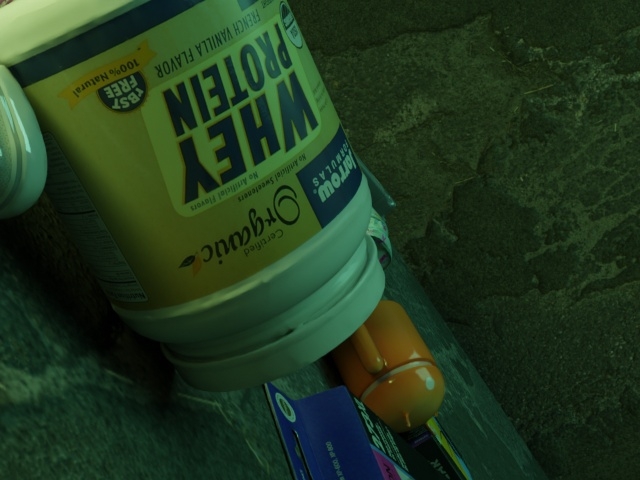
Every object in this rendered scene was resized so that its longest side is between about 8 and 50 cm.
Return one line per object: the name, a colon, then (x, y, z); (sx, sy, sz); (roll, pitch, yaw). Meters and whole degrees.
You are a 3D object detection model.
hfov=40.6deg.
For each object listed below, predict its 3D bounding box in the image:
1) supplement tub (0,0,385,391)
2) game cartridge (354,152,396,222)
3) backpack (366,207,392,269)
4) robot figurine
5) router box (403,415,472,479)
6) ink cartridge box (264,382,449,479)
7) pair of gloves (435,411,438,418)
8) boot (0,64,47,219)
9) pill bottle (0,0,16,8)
supplement tub: (-0.096, -0.065, 0.671); (0.228, 0.228, 0.316); (-102, 167, -68)
game cartridge: (-0.032, -0.058, 1.160); (0.297, 0.198, 0.062); (44, 15, -54)
backpack: (0.001, 0.016, 1.116); (0.115, 0.182, 0.152); (61, 10, 31)
robot figurine: (0.091, 0.172, 1.199); (0.219, 0.128, 0.158); (61, -27, 33)
router box: (0.180, 0.330, 1.324); (0.179, 0.046, 0.133); (56, 8, -23)
ink cartridge box: (0.078, 0.282, 0.959); (0.371, 0.069, 0.176); (44, 14, -41)
pair of gloves: (0.202, 0.305, 1.673); (0.083, 0.010, 0.074); (54, 9, -4)
boot: (-0.275, -0.114, 0.501); (0.258, 0.095, 0.123); (50, 16, 7)
pill bottle: (-0.293, -0.309, 0.804); (0.302, 0.169, 0.169); (56, 9, 2)
